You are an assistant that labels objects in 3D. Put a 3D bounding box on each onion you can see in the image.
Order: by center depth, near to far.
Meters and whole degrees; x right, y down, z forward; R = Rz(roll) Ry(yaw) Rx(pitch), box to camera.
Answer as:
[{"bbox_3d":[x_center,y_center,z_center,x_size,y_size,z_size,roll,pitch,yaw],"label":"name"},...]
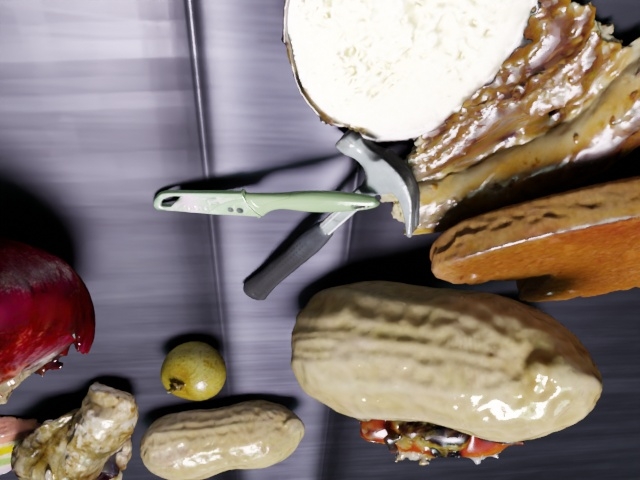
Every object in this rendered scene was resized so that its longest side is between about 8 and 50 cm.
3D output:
[{"bbox_3d":[-0.339,0.065,0.606,0.272,0.195,0.272,-26,172,-4],"label":"onion"}]

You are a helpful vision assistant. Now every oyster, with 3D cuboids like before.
[{"bbox_3d":[-0.304,0.291,0.946,0.166,0.094,0.294,-19,150,-16],"label":"oyster"}]

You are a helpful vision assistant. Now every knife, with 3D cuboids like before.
[{"bbox_3d":[-0.051,-0.032,0.633,0.207,0.014,0.030,2,136,12],"label":"knife"}]

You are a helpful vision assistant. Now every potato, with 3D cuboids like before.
[{"bbox_3d":[0.059,-0.167,0.482,0.164,0.081,0.200,16,132,-14],"label":"potato"}]

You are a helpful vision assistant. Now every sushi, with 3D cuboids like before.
[{"bbox_3d":[0.166,0.252,0.984,0.226,0.097,0.103,-3,136,16],"label":"sushi"}]

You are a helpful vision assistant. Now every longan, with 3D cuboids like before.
[{"bbox_3d":[-0.146,0.152,0.818,0.075,0.083,0.075,8,114,20],"label":"longan"}]

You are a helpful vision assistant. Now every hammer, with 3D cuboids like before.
[{"bbox_3d":[0.000,0.000,0.685,0.103,0.029,0.246,41,132,-5],"label":"hammer"}]

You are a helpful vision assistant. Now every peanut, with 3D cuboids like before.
[{"bbox_3d":[0.119,0.120,0.728,0.313,0.152,0.152,1,146,27],"label":"peanut"},{"bbox_3d":[-0.126,0.262,0.943,0.214,0.090,0.099,-9,128,2],"label":"peanut"}]

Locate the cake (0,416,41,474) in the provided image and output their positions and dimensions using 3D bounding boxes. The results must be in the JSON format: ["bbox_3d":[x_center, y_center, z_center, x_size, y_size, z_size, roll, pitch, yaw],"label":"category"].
[{"bbox_3d":[-0.474,0.274,0.897,0.225,0.090,0.109,8,132,-22],"label":"cake"}]

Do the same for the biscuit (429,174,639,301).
[{"bbox_3d":[0.248,0.007,0.705,0.262,0.052,0.277,-13,159,15],"label":"biscuit"}]

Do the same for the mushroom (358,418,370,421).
[{"bbox_3d":[0.136,0.155,0.866,0.270,0.103,0.118,-16,147,19],"label":"mushroom"}]

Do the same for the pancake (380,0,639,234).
[{"bbox_3d":[0.148,-0.108,0.583,0.266,0.057,0.244,-21,138,15],"label":"pancake"}]
